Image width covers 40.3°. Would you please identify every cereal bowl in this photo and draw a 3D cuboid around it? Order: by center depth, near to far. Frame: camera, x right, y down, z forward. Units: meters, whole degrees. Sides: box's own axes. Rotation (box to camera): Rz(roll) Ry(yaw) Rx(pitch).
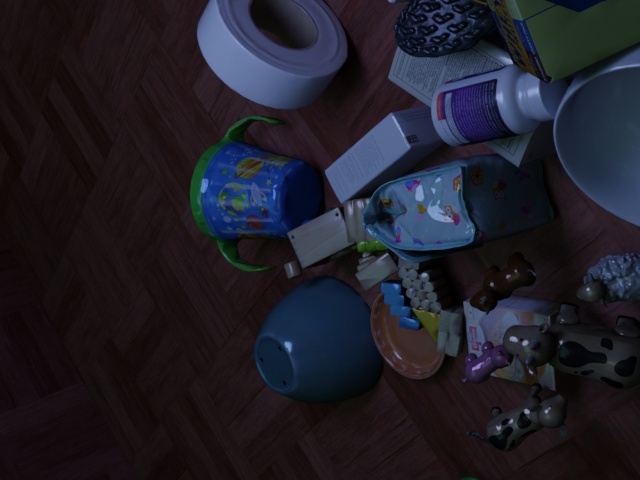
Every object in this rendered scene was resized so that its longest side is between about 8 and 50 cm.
[{"bbox_3d":[0.502,-0.158,1.192,0.339,0.141,0.339,25,154,13],"label":"cereal bowl"}]

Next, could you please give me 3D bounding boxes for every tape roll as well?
[{"bbox_3d":[-0.092,-0.395,1.697,0.286,0.286,0.100,57,138,15],"label":"tape roll"}]

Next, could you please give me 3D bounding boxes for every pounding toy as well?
[{"bbox_3d":[-0.001,0.002,1.845,0.206,0.181,0.094,-26,83,22],"label":"pounding toy"}]

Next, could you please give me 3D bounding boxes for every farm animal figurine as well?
[{"bbox_3d":[0.379,0.191,1.410,0.327,0.172,0.330,-4,105,17],"label":"farm animal figurine"}]

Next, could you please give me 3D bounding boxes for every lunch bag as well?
[{"bbox_3d":[0.230,-0.056,1.520,0.262,0.223,0.160,-14,89,50],"label":"lunch bag"}]

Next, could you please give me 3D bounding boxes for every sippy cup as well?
[{"bbox_3d":[-0.126,-0.100,1.911,0.224,0.240,0.305,7,132,35],"label":"sippy cup"}]

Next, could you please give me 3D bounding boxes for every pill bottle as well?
[{"bbox_3d":[0.274,-0.209,1.331,0.194,0.108,0.108,-6,100,48],"label":"pill bottle"}]

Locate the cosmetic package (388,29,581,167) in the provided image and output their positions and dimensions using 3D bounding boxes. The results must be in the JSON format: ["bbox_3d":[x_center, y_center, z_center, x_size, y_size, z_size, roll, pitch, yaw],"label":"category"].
[{"bbox_3d":[0.275,-0.276,1.472,0.309,0.113,0.160,41,131,29],"label":"cosmetic package"}]

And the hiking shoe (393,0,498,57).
[{"bbox_3d":[0.264,-0.362,1.362,0.304,0.132,0.113,-19,85,28],"label":"hiking shoe"}]

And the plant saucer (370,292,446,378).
[{"bbox_3d":[0.188,0.187,1.802,0.200,0.037,0.199,19,117,42],"label":"plant saucer"}]

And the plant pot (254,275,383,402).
[{"bbox_3d":[-0.032,0.242,1.942,0.290,0.195,0.290,20,118,42],"label":"plant pot"}]

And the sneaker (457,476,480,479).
[{"bbox_3d":[0.352,0.620,1.714,0.343,0.134,0.146,47,133,26],"label":"sneaker"}]

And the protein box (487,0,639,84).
[{"bbox_3d":[0.343,-0.324,1.157,0.200,0.201,0.136,-25,107,8],"label":"protein box"}]

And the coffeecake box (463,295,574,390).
[{"bbox_3d":[0.359,0.179,1.587,0.186,0.068,0.142,7,111,46],"label":"coffeecake box"}]

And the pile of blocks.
[{"bbox_3d":[0.170,0.066,1.702,0.149,0.113,0.362,-32,82,24],"label":"pile of blocks"}]

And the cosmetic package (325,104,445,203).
[{"bbox_3d":[0.123,-0.163,1.678,0.231,0.117,0.085,-40,74,46],"label":"cosmetic package"}]

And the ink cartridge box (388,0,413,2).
[{"bbox_3d":[0.184,-0.503,1.391,0.171,0.233,0.168,56,137,16],"label":"ink cartridge box"}]
